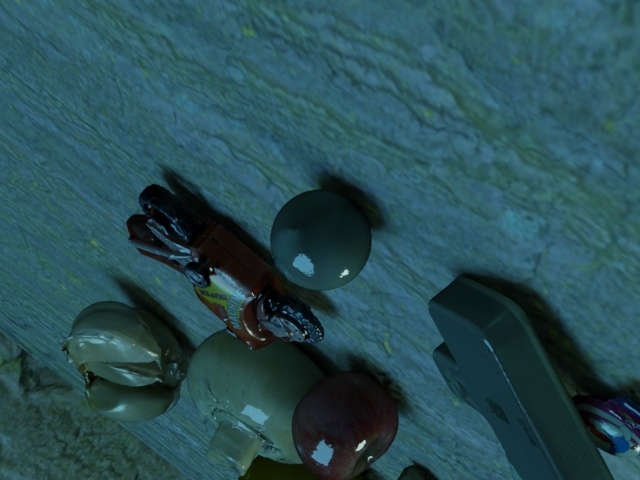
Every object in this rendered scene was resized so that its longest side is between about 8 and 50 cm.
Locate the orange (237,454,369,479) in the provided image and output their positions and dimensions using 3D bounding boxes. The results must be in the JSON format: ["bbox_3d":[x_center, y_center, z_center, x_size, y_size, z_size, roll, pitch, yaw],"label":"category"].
[{"bbox_3d":[-0.023,0.486,2.209,0.279,0.235,0.279,27,154,14],"label":"orange"}]

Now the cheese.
[{"bbox_3d":[0.290,0.178,1.231,0.095,0.038,0.145,37,162,7],"label":"cheese"}]

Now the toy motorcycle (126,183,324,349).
[{"bbox_3d":[-0.125,0.046,1.625,0.298,0.089,0.171,40,162,0],"label":"toy motorcycle"}]

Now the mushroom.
[{"bbox_3d":[-0.091,0.245,1.850,0.246,0.202,0.246,25,159,10],"label":"mushroom"}]

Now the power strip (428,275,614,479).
[{"bbox_3d":[0.187,0.148,1.281,0.265,0.059,0.194,59,166,-26],"label":"power strip"}]

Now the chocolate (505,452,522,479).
[{"bbox_3d":[0.282,0.326,1.497,0.110,0.110,0.291,22,153,41],"label":"chocolate"}]

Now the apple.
[{"bbox_3d":[0.031,0.246,1.702,0.120,0.153,0.153,44,165,26],"label":"apple"}]

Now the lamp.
[{"bbox_3d":[0.000,0.000,1.270,0.105,0.105,0.105,35,160,14],"label":"lamp"}]

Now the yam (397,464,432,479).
[{"bbox_3d":[0.197,0.434,1.964,0.057,0.057,0.241,11,146,54],"label":"yam"}]

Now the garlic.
[{"bbox_3d":[-0.332,0.213,2.281,0.203,0.184,0.281,4,127,17],"label":"garlic"}]
